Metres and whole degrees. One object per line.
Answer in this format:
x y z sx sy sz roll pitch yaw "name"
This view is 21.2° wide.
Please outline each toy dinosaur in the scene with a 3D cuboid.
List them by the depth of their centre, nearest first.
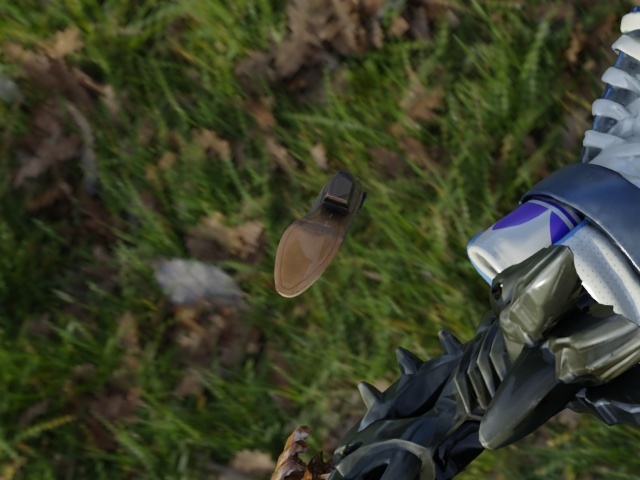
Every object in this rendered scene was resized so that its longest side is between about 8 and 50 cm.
0.021 0.118 0.480 0.218 0.164 0.322 -41 40 2 "toy dinosaur"

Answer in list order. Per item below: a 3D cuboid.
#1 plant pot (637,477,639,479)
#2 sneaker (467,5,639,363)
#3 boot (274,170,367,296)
0.340 0.209 1.236 0.256 0.256 0.274 31 101 26 "plant pot"
0.194 -0.053 1.040 0.130 0.236 0.323 13 112 57 "sneaker"
0.000 0.000 1.284 0.042 0.087 0.118 29 75 7 "boot"
